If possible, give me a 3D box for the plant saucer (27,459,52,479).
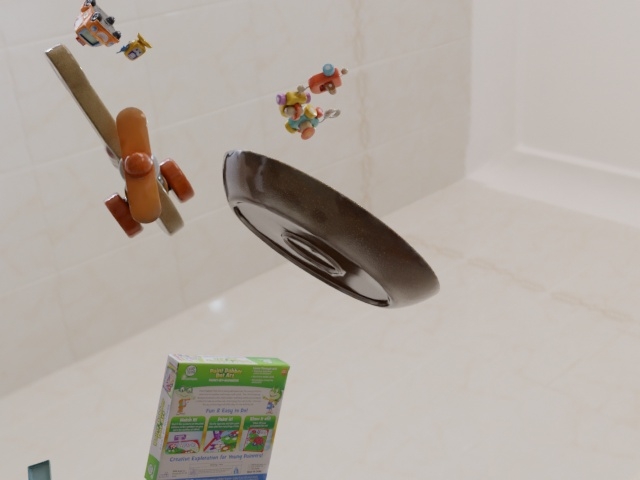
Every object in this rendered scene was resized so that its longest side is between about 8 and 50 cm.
[{"bbox_3d":[-0.719,0.669,2.170,0.018,0.067,0.192,56,17,-59],"label":"plant saucer"}]

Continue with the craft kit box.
[{"bbox_3d":[-0.196,0.346,1.618,0.061,0.250,0.246,24,-77,53],"label":"craft kit box"}]

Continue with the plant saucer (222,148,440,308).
[{"bbox_3d":[0.000,0.000,1.028,0.311,0.050,0.310,31,-11,7],"label":"plant saucer"}]

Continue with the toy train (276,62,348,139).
[{"bbox_3d":[-0.006,-0.220,1.391,0.166,0.125,0.046,81,-10,-68],"label":"toy train"}]

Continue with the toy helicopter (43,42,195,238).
[{"bbox_3d":[-0.329,-0.154,1.350,0.355,0.140,0.235,59,-10,-20],"label":"toy helicopter"}]

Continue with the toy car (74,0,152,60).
[{"bbox_3d":[-0.214,-0.203,0.876,0.040,0.122,0.060,-37,-114,9],"label":"toy car"}]
